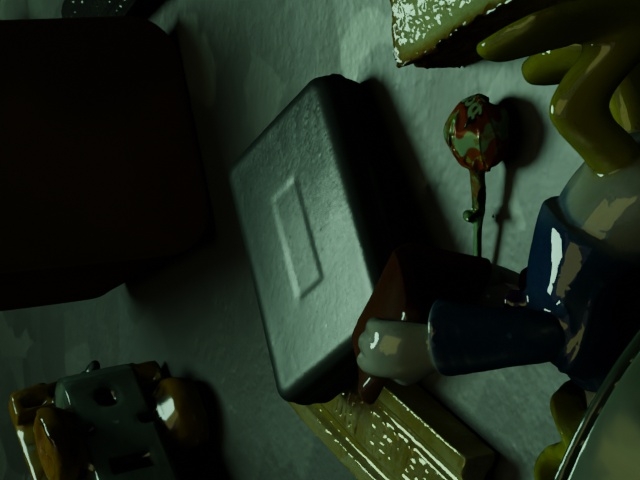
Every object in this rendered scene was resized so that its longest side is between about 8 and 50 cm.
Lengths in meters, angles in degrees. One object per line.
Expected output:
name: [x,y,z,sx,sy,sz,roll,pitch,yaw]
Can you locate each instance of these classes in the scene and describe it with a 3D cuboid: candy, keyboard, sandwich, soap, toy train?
candy: [0.112,-0.015,1.200,0.055,0.049,0.185,-95,4,-71]
keyboard: [-0.192,-0.263,1.648,0.381,0.041,0.103,-30,69,56]
sandwich: [0.100,-0.242,1.154,0.186,0.065,0.215,-29,69,56]
soap: [0.047,0.144,1.321,0.252,0.037,0.092,39,125,49]
toy train: [-0.177,0.293,1.599,0.369,0.163,0.232,64,151,30]

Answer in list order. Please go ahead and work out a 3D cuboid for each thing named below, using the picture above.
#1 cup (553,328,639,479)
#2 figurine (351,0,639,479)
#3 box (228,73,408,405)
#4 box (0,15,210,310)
cup: [0.315,0.135,0.640,0.392,0.310,0.401,37,127,44]
figurine: [0.140,0.059,0.996,0.283,0.204,0.338,-24,83,27]
box: [0.000,0.000,1.325,0.160,0.050,0.230,-43,51,42]
box: [-0.317,-0.061,1.603,0.229,0.339,0.239,-30,69,59]
